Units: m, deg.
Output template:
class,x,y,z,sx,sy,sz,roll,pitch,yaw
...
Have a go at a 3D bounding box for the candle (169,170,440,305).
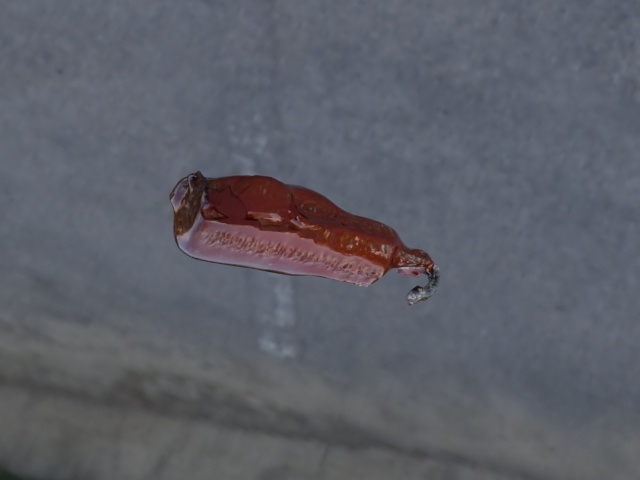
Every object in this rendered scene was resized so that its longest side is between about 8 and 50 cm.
class,x,y,z,sx,sy,sz,roll,pitch,yaw
candle,0.000,0.000,0.812,0.162,0.053,0.048,13,-168,-31
